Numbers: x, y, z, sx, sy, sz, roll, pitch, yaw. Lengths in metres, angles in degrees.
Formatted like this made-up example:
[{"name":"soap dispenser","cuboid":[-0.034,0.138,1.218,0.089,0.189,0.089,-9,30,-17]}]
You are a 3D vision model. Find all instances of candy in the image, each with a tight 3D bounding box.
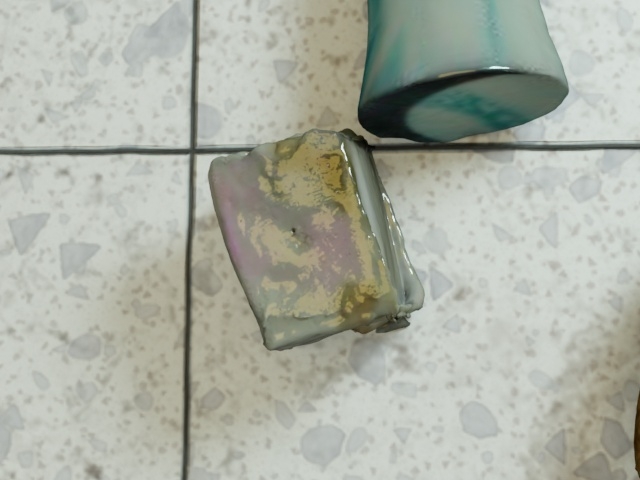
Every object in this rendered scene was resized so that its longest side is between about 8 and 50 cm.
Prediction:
[{"name":"candy","cuboid":[0.000,0.000,1.248,0.137,0.185,0.195,-19,87,12]}]

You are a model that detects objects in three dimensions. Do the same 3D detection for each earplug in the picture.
[{"name":"earplug","cuboid":[0.106,-0.268,1.262,0.185,0.185,0.324,-9,77,8]}]

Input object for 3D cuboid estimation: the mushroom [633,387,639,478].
[{"name":"mushroom","cuboid":[0.417,0.109,1.122,0.345,0.259,0.346,-1,86,9]}]
